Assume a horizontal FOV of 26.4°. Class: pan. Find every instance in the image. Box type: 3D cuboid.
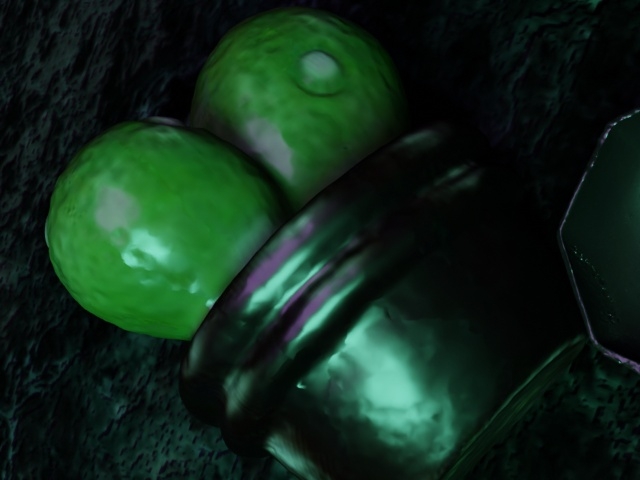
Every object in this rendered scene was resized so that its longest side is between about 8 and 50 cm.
[{"bbox_3d":[0.152,0.035,0.563,0.128,0.048,0.202,27,90,35],"label":"pan"}]

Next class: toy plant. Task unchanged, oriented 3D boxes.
[{"bbox_3d":[0.000,0.000,0.614,0.235,0.218,0.175,45,133,14],"label":"toy plant"}]
